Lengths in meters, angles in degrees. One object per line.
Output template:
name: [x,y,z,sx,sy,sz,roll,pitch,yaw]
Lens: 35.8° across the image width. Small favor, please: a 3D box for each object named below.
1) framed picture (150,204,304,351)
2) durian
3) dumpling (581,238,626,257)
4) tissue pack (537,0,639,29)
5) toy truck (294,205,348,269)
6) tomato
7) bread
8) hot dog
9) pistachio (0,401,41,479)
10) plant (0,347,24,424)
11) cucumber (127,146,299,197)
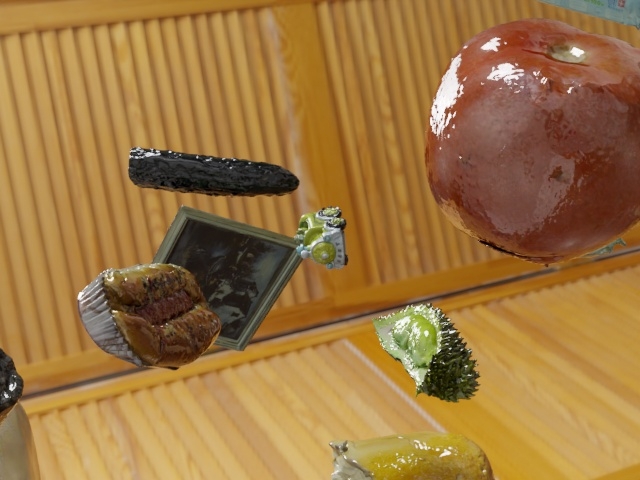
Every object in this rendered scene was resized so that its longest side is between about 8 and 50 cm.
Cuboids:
framed picture: [-0.177,0.078,1.653,0.019,0.232,0.296,-97,30,-45]
durian: [0.243,0.253,2.198,0.158,0.169,0.352,57,179,-28]
dumpling: [0.462,-0.021,1.833,0.217,0.104,0.149,24,169,32]
tissue pack: [0.494,-0.483,1.770,0.263,0.177,0.089,27,147,31]
toy truck: [0.000,0.000,1.457,0.111,0.077,0.076,-109,13,-65]
tomato: [0.189,-0.080,0.838,0.208,0.208,0.184,-127,35,-46]
bread: [0.232,0.618,2.365,0.250,0.394,0.360,106,154,-67]
hot dog: [-0.206,0.096,1.258,0.144,0.075,0.268,63,-166,7]
pistachio: [-0.453,0.339,1.231,0.238,0.229,0.321,47,-145,-62]
plant: [-0.356,0.165,0.964,0.143,0.094,0.092,-40,81,31]
cucumber: [-0.187,-0.114,1.751,0.081,0.304,0.072,-98,15,-76]
